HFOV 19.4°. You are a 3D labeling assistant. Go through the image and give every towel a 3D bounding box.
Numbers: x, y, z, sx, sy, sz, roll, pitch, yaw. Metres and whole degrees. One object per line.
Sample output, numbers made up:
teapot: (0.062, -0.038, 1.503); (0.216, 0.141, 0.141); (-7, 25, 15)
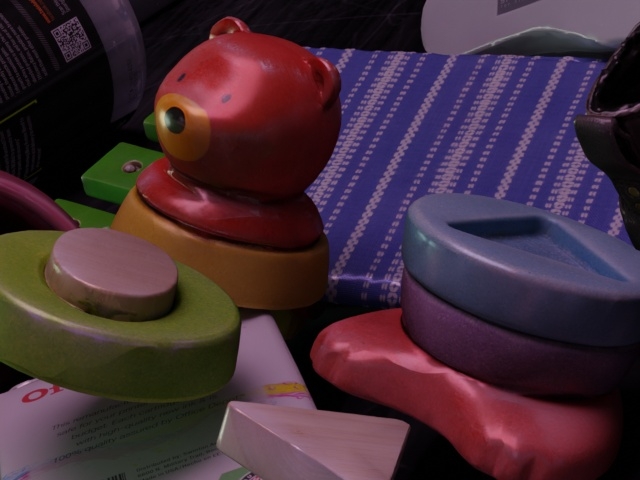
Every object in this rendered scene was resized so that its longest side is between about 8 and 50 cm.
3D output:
towel: (0.073, -0.034, 1.121); (0.336, 0.040, 0.243); (5, 40, 22)

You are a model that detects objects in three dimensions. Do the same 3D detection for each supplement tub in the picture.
supplement tub: (-0.300, -0.101, 1.414); (0.193, 0.193, 0.316); (7, 34, 43)

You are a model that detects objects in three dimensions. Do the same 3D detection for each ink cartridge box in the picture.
ink cartridge box: (-0.068, 0.128, 0.897); (0.154, 0.093, 0.212); (-19, 26, -5)

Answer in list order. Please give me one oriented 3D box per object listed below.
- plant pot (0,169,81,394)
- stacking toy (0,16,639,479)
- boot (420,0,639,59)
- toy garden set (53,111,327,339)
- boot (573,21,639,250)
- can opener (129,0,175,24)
plant pot: (-0.218, 0.050, 1.069); (0.201, 0.201, 0.180); (-21, 9, -7)
stacking toy: (0.000, 0.000, 0.883); (0.309, 0.130, 0.279); (24, 19, 25)
boot: (0.192, -0.151, 1.233); (0.123, 0.095, 0.258); (12, -9, -36)
toy garden set: (-0.038, -0.030, 1.204); (0.204, 0.049, 0.244); (16, 43, 30)
boot: (0.217, -0.031, 0.866); (0.091, 0.229, 0.263); (4, 32, 39)
can opener: (-0.230, -0.223, 1.739); (0.076, 0.095, 0.283); (7, 35, 42)
